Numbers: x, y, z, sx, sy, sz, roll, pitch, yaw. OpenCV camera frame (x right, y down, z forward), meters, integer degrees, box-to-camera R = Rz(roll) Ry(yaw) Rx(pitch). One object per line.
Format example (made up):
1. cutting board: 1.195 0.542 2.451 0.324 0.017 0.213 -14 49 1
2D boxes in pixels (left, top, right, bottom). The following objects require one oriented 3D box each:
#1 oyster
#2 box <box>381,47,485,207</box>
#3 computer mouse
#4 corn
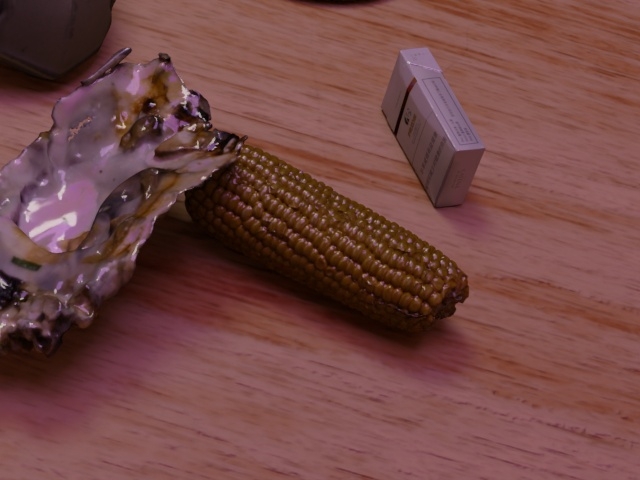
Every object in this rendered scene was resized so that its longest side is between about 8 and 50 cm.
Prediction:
1. oyster: -0.212 -0.022 1.353 0.201 0.107 0.354 23 54 24
2. box: 0.114 -0.118 1.557 0.040 0.084 0.154 -8 50 -21
3. computer mouse: -0.310 -0.377 1.530 0.228 0.145 0.429 -13 82 -41
4. corn: 0.000 0.000 1.411 0.293 0.106 0.106 30 47 10
